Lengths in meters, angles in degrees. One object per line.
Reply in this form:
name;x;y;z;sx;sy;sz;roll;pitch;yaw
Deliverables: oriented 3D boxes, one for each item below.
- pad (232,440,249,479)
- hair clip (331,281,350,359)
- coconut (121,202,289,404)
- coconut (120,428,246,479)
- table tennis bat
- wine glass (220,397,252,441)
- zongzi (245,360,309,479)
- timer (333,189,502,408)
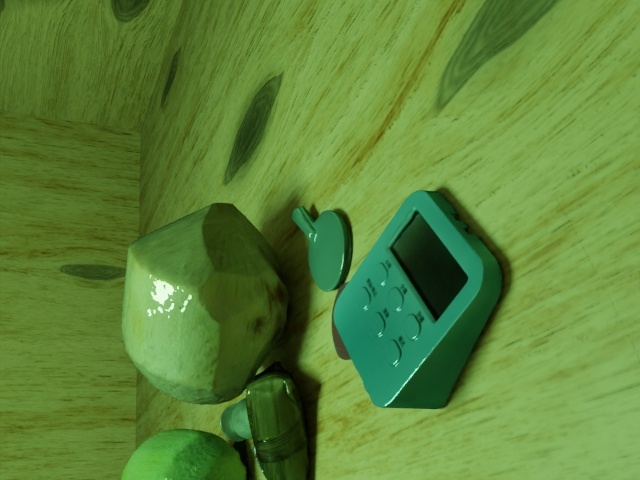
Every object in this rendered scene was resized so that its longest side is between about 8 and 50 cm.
pad;-0.215;0.652;1.725;0.270;0.012;0.269;119;147;-44
hair clip;0.040;0.141;1.224;0.054;0.022;0.137;-21;66;61
coconut;-0.236;0.120;1.464;0.415;0.344;0.416;-173;90;-67
coconut;-0.328;0.603;1.634;0.328;0.281;0.329;12;112;32
table tennis bat;0.000;0.000;1.335;0.237;0.038;0.149;50;132;53
wine glass;-0.154;0.392;1.535;0.202;0.092;0.093;138;133;-60
zongzi;-0.083;0.365;1.397;0.242;0.112;0.221;159;102;-88
timer;0.126;0.076;0.958;0.250;0.091;0.232;-68;27;26
